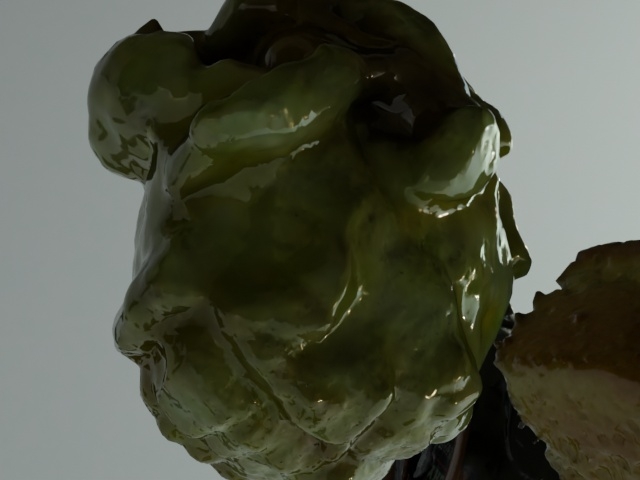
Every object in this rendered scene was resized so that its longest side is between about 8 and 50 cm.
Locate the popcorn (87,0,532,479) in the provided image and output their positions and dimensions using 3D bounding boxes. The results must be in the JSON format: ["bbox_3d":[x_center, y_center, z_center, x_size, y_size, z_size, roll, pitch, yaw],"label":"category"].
[{"bbox_3d":[0.000,0.000,0.794,0.195,0.255,0.256,-3,-138,23],"label":"popcorn"}]

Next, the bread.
[{"bbox_3d":[0.201,0.111,0.899,0.143,0.139,0.229,-34,-82,-31],"label":"bread"}]

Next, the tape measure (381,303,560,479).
[{"bbox_3d":[0.129,0.168,1.363,0.135,0.223,0.202,19,-172,-21],"label":"tape measure"}]
